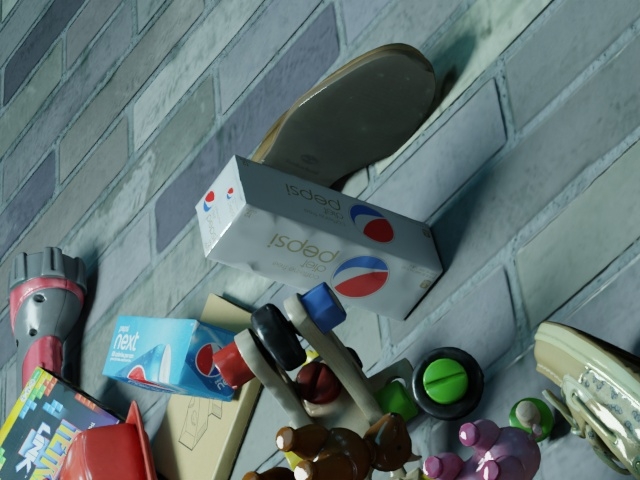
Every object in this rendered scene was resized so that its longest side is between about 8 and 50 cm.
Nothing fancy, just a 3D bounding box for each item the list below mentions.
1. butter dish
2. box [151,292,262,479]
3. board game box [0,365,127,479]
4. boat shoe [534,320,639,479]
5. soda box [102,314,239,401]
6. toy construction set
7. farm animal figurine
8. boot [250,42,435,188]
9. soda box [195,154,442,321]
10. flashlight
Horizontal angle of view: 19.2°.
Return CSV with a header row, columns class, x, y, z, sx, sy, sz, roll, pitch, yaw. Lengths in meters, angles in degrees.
class,x,y,z,sx,sy,sz,roll,pitch,yaw
butter dish,-0.245,0.273,2.033,0.160,0.118,0.160,-109,28,-48
box,-0.115,0.166,2.002,0.164,0.021,0.201,22,92,62
board game box,-0.307,0.251,2.166,0.141,0.048,0.170,28,88,32
boat shoe,0.228,0.138,1.337,0.089,0.104,0.285,-63,30,7
soda box,-0.156,0.124,2.008,0.210,0.067,0.071,-2,70,63
toy construction set,0.013,0.208,1.596,0.309,0.257,0.237,-54,-16,-3
farm animal figurine,0.095,0.275,1.353,0.330,0.172,0.327,18,93,43
boot,0.010,-0.126,1.892,0.305,0.112,0.115,-40,30,46
soda box,0.000,0.000,1.702,0.074,0.216,0.069,-52,35,31
flashlight,-0.331,0.158,2.312,0.103,0.103,0.304,73,-173,-55
